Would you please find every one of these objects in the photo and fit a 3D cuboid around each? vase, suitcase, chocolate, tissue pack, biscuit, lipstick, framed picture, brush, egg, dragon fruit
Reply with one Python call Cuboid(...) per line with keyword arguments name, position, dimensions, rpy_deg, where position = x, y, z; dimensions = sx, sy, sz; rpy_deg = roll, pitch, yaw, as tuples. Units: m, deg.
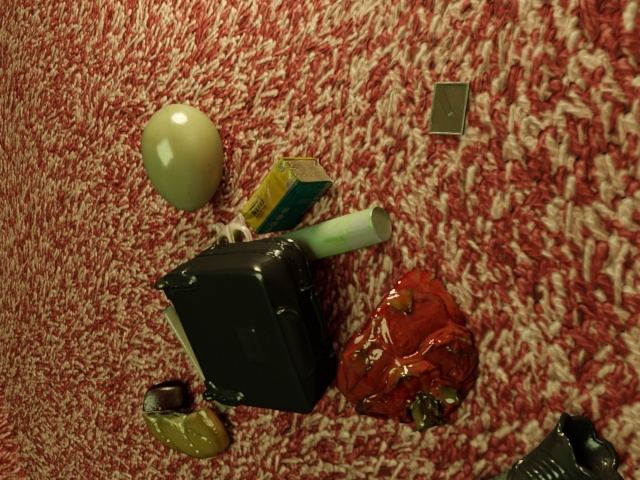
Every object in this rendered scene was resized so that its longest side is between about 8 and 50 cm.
Cuboid(name="vase", position=(0.333, 0.376, 0.758), dimensions=(0.115, 0.115, 0.237), rpy_deg=(52, 127, 22))
Cuboid(name="suitcase", position=(-0.136, 0.177, 1.006), dimensions=(0.339, 0.188, 0.345), rpy_deg=(-4, 110, 36))
Cuboid(name="chocolate", position=(-0.447, 0.441, 1.374), dimensions=(0.148, 0.125, 0.080), rpy_deg=(-21, 65, 42))
Cuboid(name="tissue pack", position=(-0.072, -0.095, 1.010), dimensions=(0.169, 0.120, 0.082), rpy_deg=(-46, 69, 33))
Cuboid(name="biscuit", position=(-0.365, 0.532, 1.329), dimensions=(0.299, 0.045, 0.154), rpy_deg=(-17, 102, 34))
Cuboid(name="lipstick", position=(0.000, 0.000, 0.993), dimensions=(0.304, 0.076, 0.076), rpy_deg=(-17, 84, 38))
Cuboid(name="framed picture", position=(0.221, -0.228, 0.836), dimensions=(0.066, 0.006, 0.089), rpy_deg=(12, 101, 37))
Cuboid(name="brush", position=(-0.323, 0.309, 1.302), dimensions=(0.060, 0.050, 0.321), rpy_deg=(-39, 79, 31))
Cuboid(name="egg", position=(-0.325, -0.195, 1.157), dimensions=(0.188, 0.188, 0.254), rpy_deg=(5, 108, 38))
Cuboid(name="dragon fruit", position=(0.148, 0.231, 0.852), dimensions=(0.205, 0.152, 0.317), rpy_deg=(35, 115, 29))

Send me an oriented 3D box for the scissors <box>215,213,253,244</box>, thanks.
Cuboid(name="scissors", position=(-0.189, 0.099, 1.184), dimensions=(0.160, 0.024, 0.318), rpy_deg=(-16, 87, 38))
